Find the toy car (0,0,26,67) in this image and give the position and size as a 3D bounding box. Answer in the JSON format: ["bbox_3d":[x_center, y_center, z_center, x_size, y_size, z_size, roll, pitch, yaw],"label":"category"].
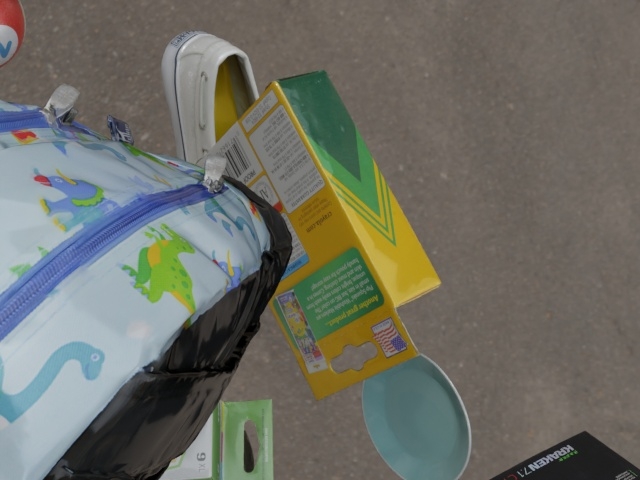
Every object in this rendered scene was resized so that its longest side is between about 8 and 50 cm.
[{"bbox_3d":[-0.469,-0.258,0.976,0.210,0.219,0.238,27,21,-15],"label":"toy car"}]

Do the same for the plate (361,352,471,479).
[{"bbox_3d":[0.126,0.228,1.094,0.024,0.188,0.188,-12,88,-40],"label":"plate"}]

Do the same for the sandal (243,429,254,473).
[{"bbox_3d":[-0.170,0.444,1.523,0.120,0.086,0.302,46,31,-69],"label":"sandal"}]

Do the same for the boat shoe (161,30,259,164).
[{"bbox_3d":[-0.107,-0.106,1.183,0.136,0.156,0.367,-30,128,-34],"label":"boat shoe"}]

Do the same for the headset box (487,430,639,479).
[{"bbox_3d":[0.308,0.386,0.997,0.246,0.283,0.131,-24,108,-10],"label":"headset box"}]

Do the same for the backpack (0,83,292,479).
[{"bbox_3d":[-0.162,0.059,0.459,0.290,0.355,0.273,-44,105,5],"label":"backpack"}]

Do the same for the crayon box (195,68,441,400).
[{"bbox_3d":[0.000,0.000,0.959,0.083,0.203,0.323,-22,81,-40],"label":"crayon box"}]

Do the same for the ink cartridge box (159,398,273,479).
[{"bbox_3d":[-0.155,0.207,0.870,0.209,0.062,0.109,-4,53,0],"label":"ink cartridge box"}]
